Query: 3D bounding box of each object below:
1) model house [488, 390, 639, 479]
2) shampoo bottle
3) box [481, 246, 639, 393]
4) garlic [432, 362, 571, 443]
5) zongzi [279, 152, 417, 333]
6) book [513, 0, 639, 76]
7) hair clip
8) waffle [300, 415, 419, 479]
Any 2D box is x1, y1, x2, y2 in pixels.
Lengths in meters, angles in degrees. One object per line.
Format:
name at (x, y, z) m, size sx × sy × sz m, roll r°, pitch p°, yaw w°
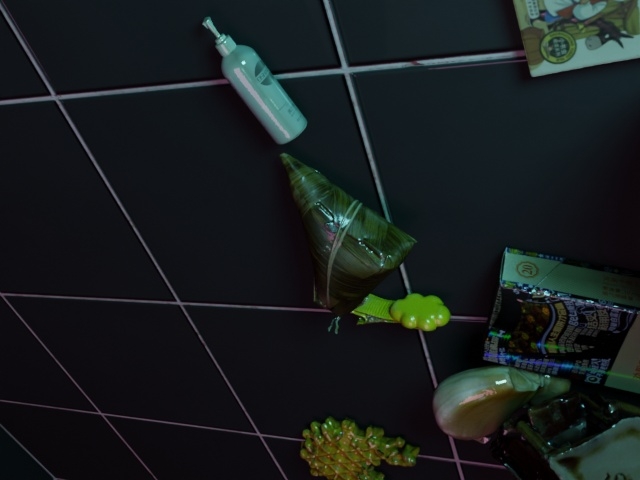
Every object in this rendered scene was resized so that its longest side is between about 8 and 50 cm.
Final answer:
model house at (0.463, 0.337, 1.186) m, size 0.282 × 0.317 × 0.297 m, roll -153°, pitch 41°, yaw -73°
shampoo bottle at (-0.094, -0.218, 0.958) m, size 0.056 × 0.056 × 0.195 m, roll -17°, pitch 127°, yaw 36°
box at (0.417, 0.132, 1.082) m, size 0.310 × 0.084 × 0.198 m, roll 11°, pitch 138°, yaw 13°
garlic at (0.295, 0.269, 1.244) m, size 0.217 × 0.110 × 0.228 m, roll 1°, pitch 139°, yaw -26°
zongzi at (0.000, 0.000, 1.132) m, size 0.241 × 0.111 × 0.247 m, roll 42°, pitch 145°, yaw 5°
book at (0.330, -0.281, 0.726) m, size 0.264 × 0.027 × 0.202 m, roll -5°, pitch 132°, yaw 28°
hair clip at (0.139, 0.119, 1.211) m, size 0.173 × 0.072 × 0.046 m, roll 3°, pitch 139°, yaw 34°
waffle at (0.073, 0.510, 1.650) m, size 0.260 × 0.069 × 0.293 m, roll 19°, pitch 138°, yaw 3°
